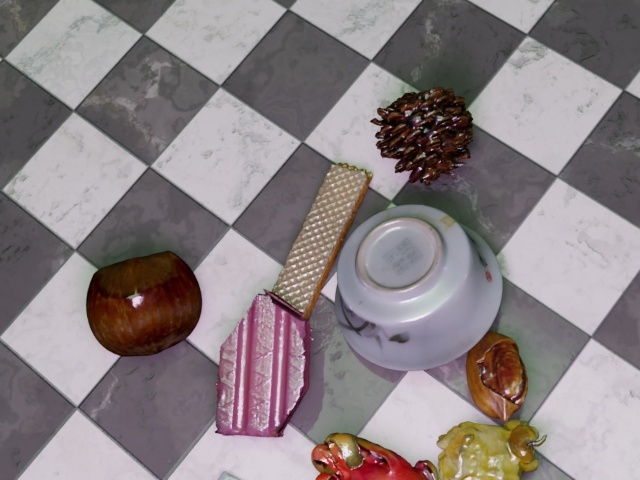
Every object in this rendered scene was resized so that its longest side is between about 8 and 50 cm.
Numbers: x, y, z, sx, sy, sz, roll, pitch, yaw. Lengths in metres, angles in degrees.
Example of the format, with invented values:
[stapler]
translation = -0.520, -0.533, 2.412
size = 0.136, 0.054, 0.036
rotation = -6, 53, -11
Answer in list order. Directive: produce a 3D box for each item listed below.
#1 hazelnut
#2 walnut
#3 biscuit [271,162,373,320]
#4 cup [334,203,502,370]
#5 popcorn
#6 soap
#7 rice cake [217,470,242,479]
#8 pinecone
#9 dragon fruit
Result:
[hazelnut]
translation = -0.359, 0.134, 1.991
size = 0.234, 0.218, 0.218
rotation = -12, 68, 4
[walnut]
translation = 0.336, 0.260, 1.866
size = 0.115, 0.116, 0.207
rotation = -6, 41, 7
[biscuit]
translation = 0.000, 0.000, 2.065
size = 0.094, 0.054, 0.379
rotation = 21, 74, 16
[cup]
translation = 0.170, 0.065, 1.916
size = 0.347, 0.163, 0.347
rotation = -10, 57, 16
[popcorn]
translation = 0.314, 0.413, 1.806
size = 0.195, 0.173, 0.168
rotation = -9, 55, 0
[soap]
translation = -0.108, 0.241, 1.931
size = 0.182, 0.112, 0.289
rotation = 1, 83, 6
[rice cake]
translation = -0.197, 0.573, 1.884
size = 0.127, 0.043, 0.237
rotation = 23, 74, 18
[pinecone]
translation = 0.216, -0.213, 2.034
size = 0.221, 0.221, 0.221
rotation = -3, 69, 8
[dragon fruit]
translation = 0.101, 0.489, 1.772
size = 0.307, 0.227, 0.243
rotation = 16, 68, 17
